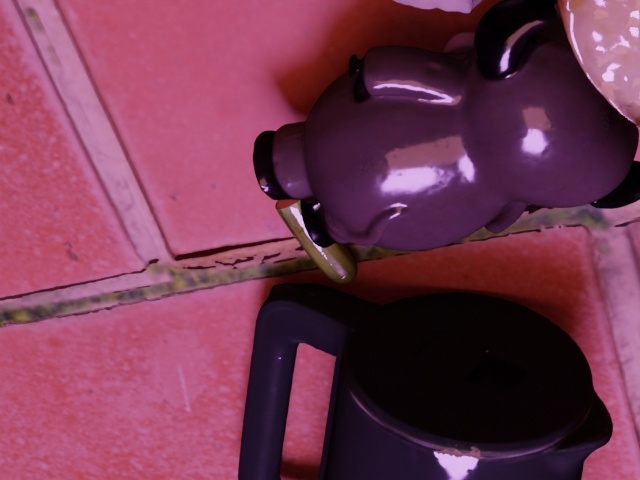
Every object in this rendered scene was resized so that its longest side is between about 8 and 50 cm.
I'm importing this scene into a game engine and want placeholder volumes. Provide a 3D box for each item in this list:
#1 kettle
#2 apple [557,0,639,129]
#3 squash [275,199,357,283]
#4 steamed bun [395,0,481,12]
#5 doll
[{"bbox_3d":[0.078,0.192,1.003,0.203,0.262,0.308,-14,127,-24],"label":"kettle"},{"bbox_3d":[0.263,-0.188,0.683,0.293,0.163,0.251,0,121,3],"label":"apple"},{"bbox_3d":[0.000,0.000,0.946,0.027,0.027,0.083,-23,118,24],"label":"squash"},{"bbox_3d":[0.057,-0.218,0.716,0.183,0.106,0.183,28,153,15],"label":"steamed bun"},{"bbox_3d":[0.090,-0.065,0.828,0.257,0.117,0.182,-22,136,27],"label":"doll"}]
